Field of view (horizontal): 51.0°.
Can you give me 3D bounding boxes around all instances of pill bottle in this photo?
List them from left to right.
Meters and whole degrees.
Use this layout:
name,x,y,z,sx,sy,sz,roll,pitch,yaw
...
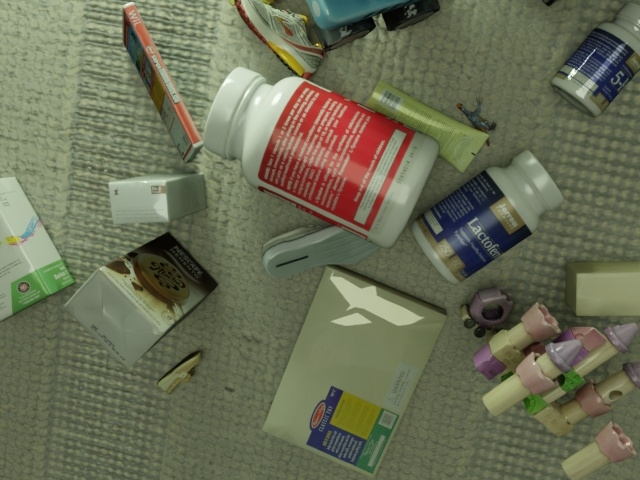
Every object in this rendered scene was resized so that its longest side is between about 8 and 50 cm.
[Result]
name,x,y,z,sx,sy,sz,roll,pitch,yaw
pill bottle,-0.001,-0.167,1.273,0.407,0.229,0.229,25,103,4
pill bottle,0.319,-0.046,1.287,0.264,0.153,0.153,-37,93,13
pill bottle,0.524,-0.330,1.222,0.112,0.112,0.187,38,104,0

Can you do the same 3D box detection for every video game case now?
name,x,y,z,sx,sy,sz,roll,pitch,yaw
video game case,-0.313,-0.297,1.317,0.025,0.204,0.285,-28,96,-15

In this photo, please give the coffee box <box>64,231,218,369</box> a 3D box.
name,x,y,z,sx,sy,sz,roll,pitch,yaw
coffee box,-0.344,0.108,1.343,0.168,0.297,0.119,45,107,-3

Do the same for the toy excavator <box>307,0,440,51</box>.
name,x,y,z,sx,sy,sz,roll,pitch,yaw
toy excavator,0.064,-0.464,1.044,0.432,0.445,0.223,-23,96,-18

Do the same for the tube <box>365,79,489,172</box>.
name,x,y,z,sx,sy,sz,roll,pitch,yaw
tube,0.204,-0.229,1.322,0.240,0.070,0.062,30,71,0

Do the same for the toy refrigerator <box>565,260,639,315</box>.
name,x,y,z,sx,sy,sz,roll,pitch,yaw
toy refrigerator,0.623,0.095,1.294,0.269,0.102,0.094,-2,100,8

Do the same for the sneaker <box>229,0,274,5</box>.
name,x,y,z,sx,sy,sz,roll,pitch,yaw
sneaker,-0.093,-0.502,1.309,0.208,0.081,0.094,0,111,13

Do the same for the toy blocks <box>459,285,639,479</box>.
name,x,y,z,sx,sy,sz,roll,pitch,yaw
toy blocks,0.457,0.208,1.231,0.288,0.309,0.260,40,113,-17

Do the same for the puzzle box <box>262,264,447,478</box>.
name,x,y,z,sx,sy,sz,roll,pitch,yaw
puzzle box,0.066,0.281,1.439,0.272,0.052,0.409,23,103,3

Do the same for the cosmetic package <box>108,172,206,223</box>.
name,x,y,z,sx,sy,sz,roll,pitch,yaw
cosmetic package,-0.316,-0.087,1.335,0.117,0.231,0.086,-1,101,10

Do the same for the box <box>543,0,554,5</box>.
name,x,y,z,sx,sy,sz,roll,pitch,yaw
box,0.510,-0.540,1.111,0.322,0.257,0.079,-39,92,14

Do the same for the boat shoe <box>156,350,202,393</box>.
name,x,y,z,sx,sy,sz,roll,pitch,yaw
boat shoe,-0.307,0.297,1.503,0.135,0.050,0.045,-38,96,23

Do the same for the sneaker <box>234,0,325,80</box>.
name,x,y,z,sx,sy,sz,roll,pitch,yaw
sneaker,-0.080,-0.417,1.299,0.093,0.088,0.225,-46,119,6

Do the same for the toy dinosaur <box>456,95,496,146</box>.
name,x,y,z,sx,sy,sz,roll,pitch,yaw
toy dinosaur,0.301,-0.236,1.313,0.082,0.047,0.090,22,115,23

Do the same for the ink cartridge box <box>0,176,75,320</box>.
name,x,y,z,sx,sy,sz,roll,pitch,yaw
ink cartridge box,-0.711,0.026,1.475,0.201,0.117,0.278,-26,96,12

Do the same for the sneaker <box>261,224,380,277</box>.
name,x,y,z,sx,sy,sz,roll,pitch,yaw
sneaker,0.000,0.000,1.375,0.257,0.091,0.094,-11,124,-11
